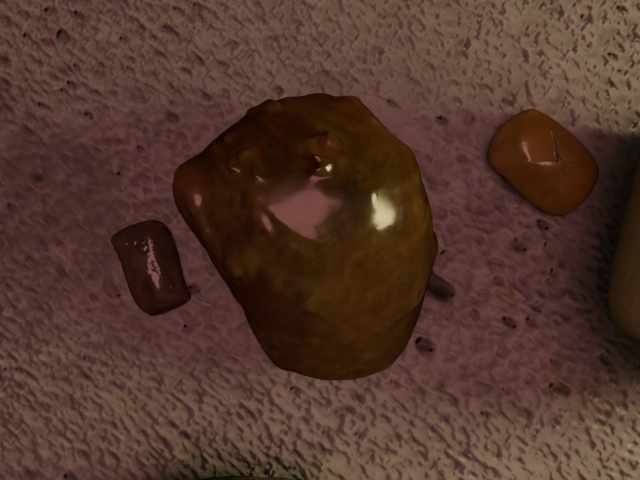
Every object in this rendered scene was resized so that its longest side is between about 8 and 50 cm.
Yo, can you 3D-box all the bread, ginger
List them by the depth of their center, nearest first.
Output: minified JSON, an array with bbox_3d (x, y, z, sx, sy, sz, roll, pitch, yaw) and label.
[{"bbox_3d":[0.004,-0.001,0.595,0.200,0.223,0.270,-31,85,-8],"label":"ginger"},{"bbox_3d":[0.232,-0.082,0.672,0.115,0.056,0.082,44,90,1],"label":"bread"}]

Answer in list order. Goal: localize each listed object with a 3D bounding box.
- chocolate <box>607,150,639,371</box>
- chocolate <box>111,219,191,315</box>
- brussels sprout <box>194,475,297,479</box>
[{"bbox_3d":[0.422,0.030,0.544,0.325,0.314,0.297,7,88,37],"label":"chocolate"},{"bbox_3d":[-0.181,0.030,0.685,0.064,0.031,0.101,-17,90,4],"label":"chocolate"},{"bbox_3d":[-0.106,0.325,0.600,0.271,0.210,0.220,-23,94,-16],"label":"brussels sprout"}]
